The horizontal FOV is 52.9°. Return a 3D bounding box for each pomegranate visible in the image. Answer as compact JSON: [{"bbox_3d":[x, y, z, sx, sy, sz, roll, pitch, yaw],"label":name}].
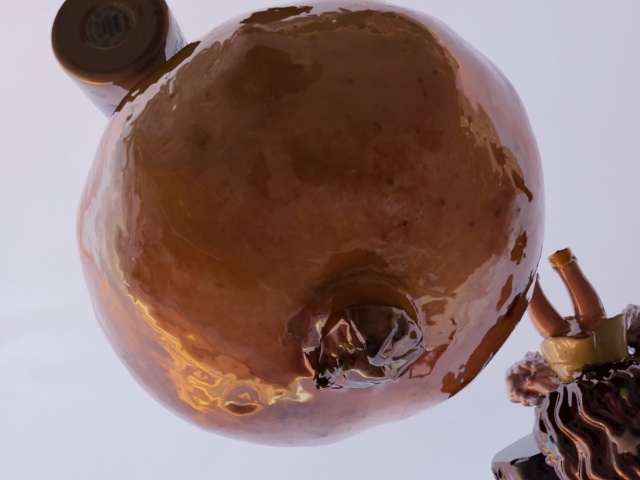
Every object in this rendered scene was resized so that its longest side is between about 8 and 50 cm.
[{"bbox_3d":[0.000,0.000,0.463,0.339,0.338,0.337,-3,-106,11],"label":"pomegranate"}]

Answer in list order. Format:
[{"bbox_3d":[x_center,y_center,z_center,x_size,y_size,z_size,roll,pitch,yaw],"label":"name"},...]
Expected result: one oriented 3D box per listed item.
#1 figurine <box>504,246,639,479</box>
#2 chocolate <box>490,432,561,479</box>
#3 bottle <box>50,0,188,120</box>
[{"bbox_3d":[0.246,0.126,0.563,0.175,0.116,0.239,-27,-114,20],"label":"figurine"},{"bbox_3d":[0.283,0.334,0.582,0.126,0.148,0.343,-15,-113,-17],"label":"chocolate"},{"bbox_3d":[-0.145,-0.135,0.585,0.110,0.209,0.097,7,-104,8],"label":"bottle"}]
